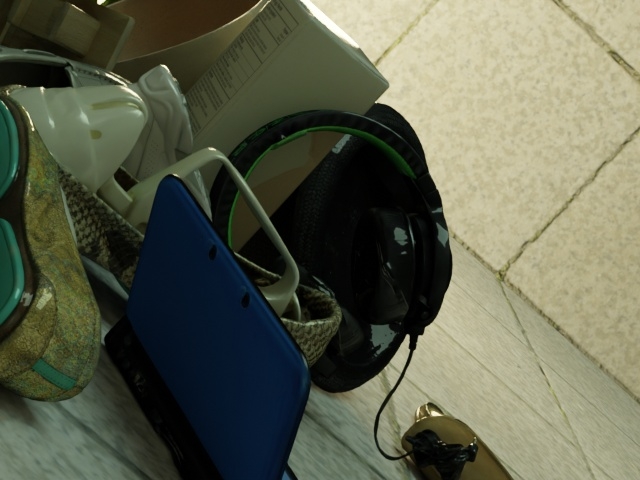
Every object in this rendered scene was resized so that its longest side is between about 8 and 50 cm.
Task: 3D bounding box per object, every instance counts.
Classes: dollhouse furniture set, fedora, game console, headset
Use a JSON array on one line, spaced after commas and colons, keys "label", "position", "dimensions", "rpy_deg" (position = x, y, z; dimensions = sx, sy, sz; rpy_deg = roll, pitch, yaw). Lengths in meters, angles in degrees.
[{"label": "dollhouse furniture set", "position": [-0.291, -0.231, 2.098], "dimensions": [0.242, 0.212, 0.161], "rpy_deg": [24, -3, 33]}, {"label": "fedora", "position": [0.000, 0.000, 2.226], "dimensions": [0.152, 0.334, 0.334], "rpy_deg": [13, -8, 31]}, {"label": "game console", "position": [-0.049, 0.126, 1.633], "dimensions": [0.250, 0.173, 0.293], "rpy_deg": [34, 14, -43]}, {"label": "headset", "position": [0.041, 0.059, 1.991], "dimensions": [0.394, 0.243, 0.185], "rpy_deg": [66, -12, -13]}]

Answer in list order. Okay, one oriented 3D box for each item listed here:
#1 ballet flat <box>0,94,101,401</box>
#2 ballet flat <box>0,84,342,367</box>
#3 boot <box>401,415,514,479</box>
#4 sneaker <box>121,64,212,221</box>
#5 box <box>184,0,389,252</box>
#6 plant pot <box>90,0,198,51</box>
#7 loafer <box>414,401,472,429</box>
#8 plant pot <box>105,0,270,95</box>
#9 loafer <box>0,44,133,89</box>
[{"label": "ballet flat", "position": [-0.238, 0.009, 1.552], "dimensions": [0.123, 0.123, 0.348], "rpy_deg": [37, 17, -32]}, {"label": "ballet flat", "position": [-0.168, -0.032, 1.793], "dimensions": [0.483, 0.182, 0.164], "rpy_deg": [39, 17, -25]}, {"label": "boot", "position": [0.236, 0.323, 2.209], "dimensions": [0.236, 0.089, 0.269], "rpy_deg": [34, 12, -46]}, {"label": "sneaker", "position": [-0.175, -0.064, 1.915], "dimensions": [0.090, 0.115, 0.232], "rpy_deg": [-114, -170, -51]}, {"label": "box", "position": [-0.085, -0.108, 2.080], "dimensions": [0.121, 0.311, 0.148], "rpy_deg": [39, 10, -24]}, {"label": "plant pot", "position": [-0.216, -0.266, 2.542], "dimensions": [0.228, 0.227, 0.207], "rpy_deg": [48, 4, 29]}, {"label": "loafer", "position": [0.158, 0.236, 2.373], "dimensions": [0.056, 0.050, 0.148], "rpy_deg": [38, 11, -29]}, {"label": "plant pot", "position": [-0.169, -0.170, 2.283], "dimensions": [0.284, 0.284, 0.191], "rpy_deg": [-112, -176, -69]}, {"label": "loafer", "position": [-0.266, -0.127, 1.910], "dimensions": [0.319, 0.112, 0.111], "rpy_deg": [12, 9, -41]}]
